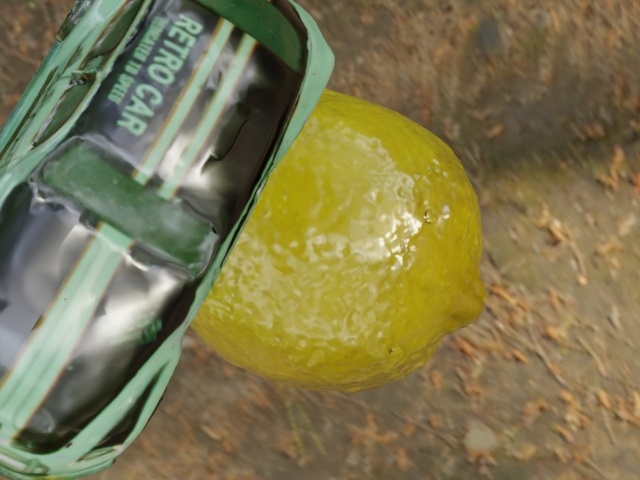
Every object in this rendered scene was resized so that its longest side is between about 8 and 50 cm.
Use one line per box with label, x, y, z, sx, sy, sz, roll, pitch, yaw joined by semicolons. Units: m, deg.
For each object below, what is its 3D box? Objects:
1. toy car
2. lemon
toy car;-0.093;-0.029;0.818;0.136;0.125;0.306;34;63;-15
lemon;0.000;0.000;1.052;0.231;0.192;0.192;22;81;24
